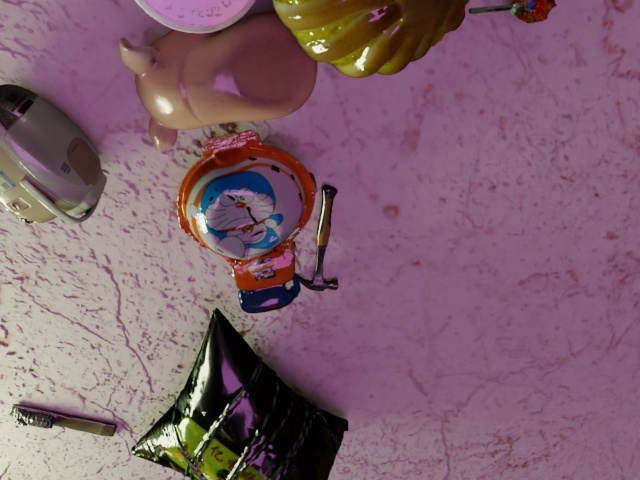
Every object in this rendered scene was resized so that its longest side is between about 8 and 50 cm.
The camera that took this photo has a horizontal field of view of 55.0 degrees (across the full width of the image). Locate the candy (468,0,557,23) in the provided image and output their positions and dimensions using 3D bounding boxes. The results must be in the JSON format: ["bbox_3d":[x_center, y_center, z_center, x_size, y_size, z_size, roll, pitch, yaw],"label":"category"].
[{"bbox_3d":[0.265,-0.327,0.860,0.201,0.060,0.060,-24,128,-40],"label":"candy"}]

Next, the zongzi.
[{"bbox_3d":[-0.121,0.300,1.085,0.384,0.319,0.362,19,116,0],"label":"zongzi"}]

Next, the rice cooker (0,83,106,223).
[{"bbox_3d":[-0.396,-0.112,0.847,0.127,0.145,0.206,-22,124,15],"label":"rice cooker"}]

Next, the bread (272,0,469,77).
[{"bbox_3d":[0.084,-0.342,0.740,0.333,0.160,0.332,-30,137,-32],"label":"bread"}]

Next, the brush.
[{"bbox_3d":[-0.476,0.341,1.140,0.191,0.027,0.034,20,114,-21],"label":"brush"}]

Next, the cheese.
[{"bbox_3d":[-0.104,-0.021,0.961,0.217,0.129,0.329,-12,127,-4],"label":"cheese"}]

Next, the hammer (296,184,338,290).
[{"bbox_3d":[0.000,0.000,1.052,0.078,0.021,0.200,0,118,-11],"label":"hammer"}]

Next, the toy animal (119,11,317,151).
[{"bbox_3d":[-0.126,-0.223,0.831,0.250,0.154,0.166,-14,119,-4],"label":"toy animal"}]

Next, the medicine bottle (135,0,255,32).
[{"bbox_3d":[-0.146,-0.334,0.710,0.152,0.254,0.152,-5,119,-9],"label":"medicine bottle"}]
